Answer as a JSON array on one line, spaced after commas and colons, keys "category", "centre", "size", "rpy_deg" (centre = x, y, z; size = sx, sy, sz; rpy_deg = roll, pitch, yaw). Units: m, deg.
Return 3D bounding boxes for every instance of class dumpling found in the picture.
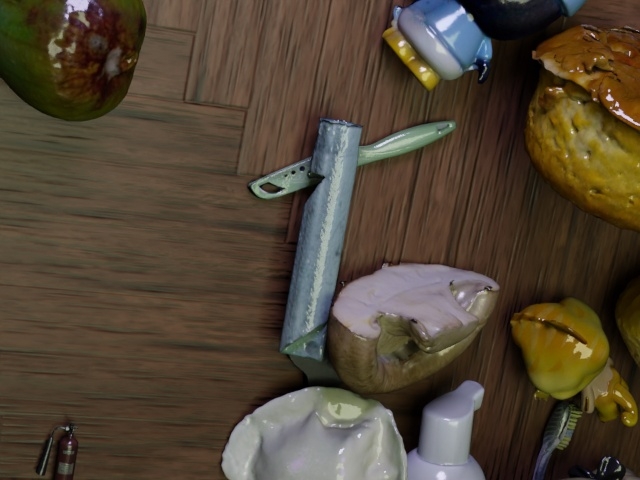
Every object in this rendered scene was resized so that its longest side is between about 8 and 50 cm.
[{"category": "dumpling", "centre": [0.001, 0.280, 1.991], "size": [0.252, 0.131, 0.179], "rpy_deg": [14, 98, 11]}]

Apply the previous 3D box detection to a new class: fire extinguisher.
[{"category": "fire extinguisher", "centre": [-0.331, 0.271, 1.912], "size": [0.046, 0.032, 0.100], "rpy_deg": [12, 102, 11]}]

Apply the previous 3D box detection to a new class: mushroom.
[{"category": "mushroom", "centre": [0.111, 0.128, 1.982], "size": [0.286, 0.156, 0.151], "rpy_deg": [-14, 127, -40]}]

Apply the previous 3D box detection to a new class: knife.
[{"category": "knife", "centre": [0.044, -0.110, 1.957], "size": [0.293, 0.020, 0.043], "rpy_deg": [-21, 112, -13]}]

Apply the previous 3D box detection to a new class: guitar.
[{"category": "guitar", "centre": [0.017, 0.208, 2.030], "size": [0.088, 0.025, 0.233], "rpy_deg": [-21, 111, -12]}]

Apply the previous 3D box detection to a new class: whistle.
[{"category": "whistle", "centre": [0.000, 0.000, 1.925], "size": [0.062, 0.062, 0.312], "rpy_deg": [6, 100, -23]}]

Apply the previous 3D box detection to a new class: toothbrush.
[{"category": "toothbrush", "centre": [0.293, 0.425, 2.194], "size": [0.042, 0.035, 0.413], "rpy_deg": [15, 98, -27]}]

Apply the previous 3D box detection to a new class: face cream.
[{"category": "face cream", "centre": [0.156, 0.375, 2.068], "size": [0.145, 0.145, 0.369], "rpy_deg": [-1, 103, -22]}]

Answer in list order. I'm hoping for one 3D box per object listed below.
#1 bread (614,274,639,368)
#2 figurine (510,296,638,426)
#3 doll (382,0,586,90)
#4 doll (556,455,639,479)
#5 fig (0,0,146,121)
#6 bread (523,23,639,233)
[{"category": "bread", "centre": [0.514, 0.110, 2.111], "size": [0.197, 0.197, 0.170], "rpy_deg": [-32, 118, -11]}, {"category": "figurine", "centre": [0.358, 0.170, 2.110], "size": [0.246, 0.131, 0.156], "rpy_deg": [39, 67, -39]}, {"category": "doll", "centre": [0.226, -0.322, 1.909], "size": [0.314, 0.141, 0.177], "rpy_deg": [-39, 85, 5]}, {"category": "doll", "centre": [0.384, 0.423, 2.102], "size": [0.349, 0.247, 0.247], "rpy_deg": [20, 97, -51]}, {"category": "fig", "centre": [-0.296, -0.232, 1.712], "size": [0.191, 0.181, 0.181], "rpy_deg": [28, 93, -2]}, {"category": "bread", "centre": [0.424, -0.135, 1.927], "size": [0.358, 0.337, 0.204], "rpy_deg": [0, 119, -42]}]
